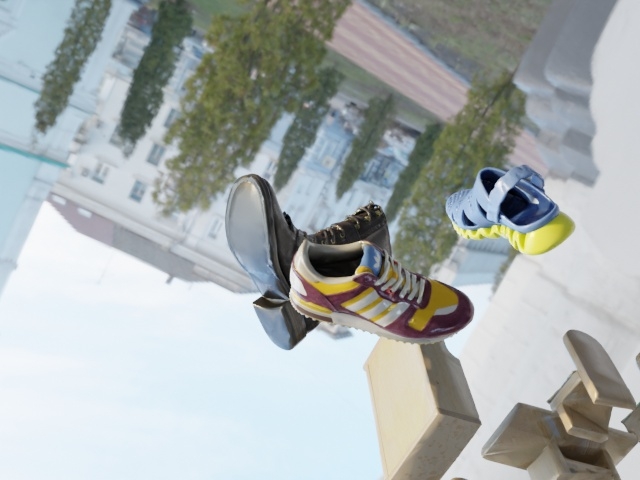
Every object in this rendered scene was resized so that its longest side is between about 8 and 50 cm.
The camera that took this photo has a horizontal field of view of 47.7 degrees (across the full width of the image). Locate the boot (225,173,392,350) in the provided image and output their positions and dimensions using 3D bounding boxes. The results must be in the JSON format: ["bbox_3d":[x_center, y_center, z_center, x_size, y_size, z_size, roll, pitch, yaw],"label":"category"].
[{"bbox_3d":[0.000,0.000,0.978,0.229,0.263,0.091,-31,-151,-35],"label":"boot"}]

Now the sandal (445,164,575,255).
[{"bbox_3d":[0.316,-0.072,1.277,0.138,0.126,0.317,60,166,-15],"label":"sandal"}]

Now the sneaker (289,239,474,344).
[{"bbox_3d":[0.062,0.046,0.699,0.185,0.084,0.070,7,-132,0],"label":"sneaker"}]

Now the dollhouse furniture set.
[{"bbox_3d":[0.290,0.272,1.127,0.394,0.362,0.256,18,-150,-16],"label":"dollhouse furniture set"}]
